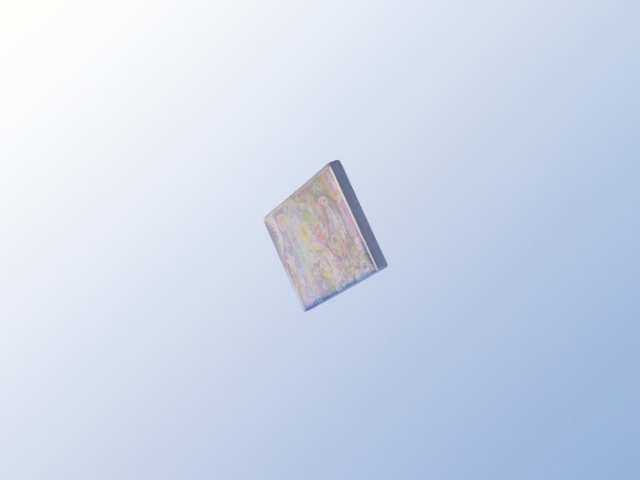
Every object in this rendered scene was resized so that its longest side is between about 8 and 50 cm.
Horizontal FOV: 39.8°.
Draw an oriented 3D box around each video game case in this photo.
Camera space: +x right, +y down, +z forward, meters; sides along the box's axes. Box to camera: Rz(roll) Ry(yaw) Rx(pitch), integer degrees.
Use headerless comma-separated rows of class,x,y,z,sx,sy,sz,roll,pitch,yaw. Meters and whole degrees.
video game case,0.000,0.000,0.684,0.011,0.087,0.122,-20,172,-33
